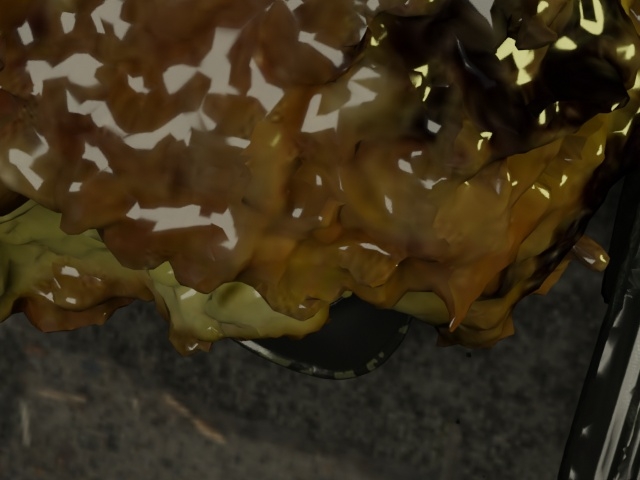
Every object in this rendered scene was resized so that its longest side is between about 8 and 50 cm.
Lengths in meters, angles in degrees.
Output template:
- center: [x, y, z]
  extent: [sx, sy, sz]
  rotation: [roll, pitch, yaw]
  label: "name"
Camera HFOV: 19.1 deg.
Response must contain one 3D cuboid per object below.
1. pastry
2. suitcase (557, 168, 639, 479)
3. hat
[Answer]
- center: [-0.050, -0.125, 0.655]
  extent: [0.405, 0.292, 0.337]
  rotation: [-5, 73, 41]
  label: "pastry"
- center: [0.206, 0.011, 0.671]
  extent: [0.202, 0.128, 0.312]
  rotation: [18, 104, 17]
  label: "suitcase"
- center: [0.000, 0.000, 0.788]
  extent: [0.121, 0.050, 0.121]
  rotation: [0, 89, 25]
  label: "hat"
